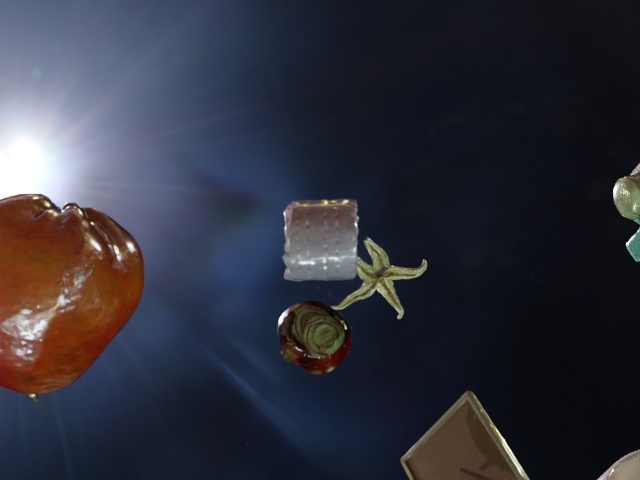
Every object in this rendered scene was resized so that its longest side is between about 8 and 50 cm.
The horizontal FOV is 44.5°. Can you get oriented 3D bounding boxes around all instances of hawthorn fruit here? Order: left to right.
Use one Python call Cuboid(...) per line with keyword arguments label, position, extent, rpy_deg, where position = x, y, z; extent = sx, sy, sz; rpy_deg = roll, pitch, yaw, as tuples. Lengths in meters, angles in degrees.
Cuboid(label="hawthorn fruit", position=(-0.330, 0.076, 0.924), extent=(0.224, 0.224, 0.260), rpy_deg=(22, -80, 36))

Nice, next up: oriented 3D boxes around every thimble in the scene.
Cuboid(label="thimble", position=(0.000, -0.001, 1.225), extent=(0.118, 0.127, 0.151), rpy_deg=(-1, -176, 1))

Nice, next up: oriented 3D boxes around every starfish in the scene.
Cuboid(label="starfish", position=(0.114, 0.081, 1.619), extent=(0.217, 0.223, 0.050), rpy_deg=(-32, -155, 0))

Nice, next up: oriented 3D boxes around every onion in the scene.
Cuboid(label="onion", position=(-0.011, 0.150, 1.192), extent=(0.119, 0.118, 0.117), rpy_deg=(-30, -112, -10))

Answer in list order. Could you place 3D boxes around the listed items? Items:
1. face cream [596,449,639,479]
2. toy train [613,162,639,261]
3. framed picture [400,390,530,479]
Cuboid(label="face cream", position=(0.204, 0.259, 0.468), extent=(0.201, 0.187, 0.201), rpy_deg=(16, -143, -12))
Cuboid(label="toy train", position=(0.448, -0.032, 0.786), extent=(0.298, 0.120, 0.194), rpy_deg=(-12, -119, -16))
Cuboid(label="framed picture", position=(0.191, 0.314, 0.990), extent=(0.150, 0.015, 0.203), rpy_deg=(-53, -139, 21))
